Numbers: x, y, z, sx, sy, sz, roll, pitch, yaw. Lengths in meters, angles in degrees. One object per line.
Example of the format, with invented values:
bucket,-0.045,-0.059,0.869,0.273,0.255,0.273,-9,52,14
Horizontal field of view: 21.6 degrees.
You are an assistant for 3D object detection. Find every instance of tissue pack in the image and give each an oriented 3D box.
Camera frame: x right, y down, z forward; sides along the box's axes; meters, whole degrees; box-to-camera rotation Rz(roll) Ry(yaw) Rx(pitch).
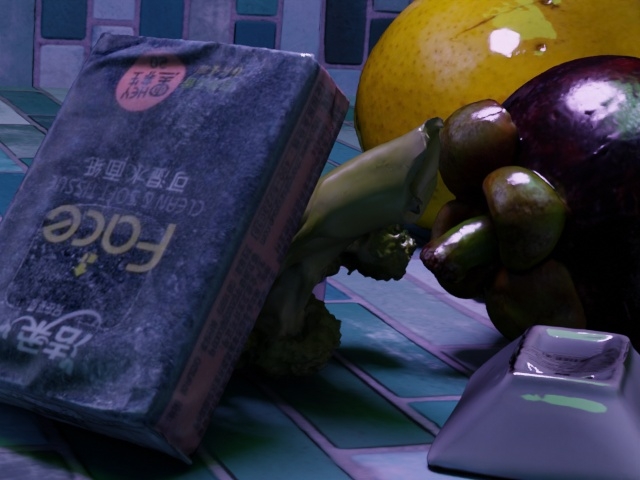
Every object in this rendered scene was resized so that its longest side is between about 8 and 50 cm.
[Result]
tissue pack,-0.134,-0.004,1.294,0.228,0.315,0.103,10,-23,36

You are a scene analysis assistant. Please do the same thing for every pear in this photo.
pear,0.245,-0.168,2.071,0.418,0.362,0.362,-16,9,10

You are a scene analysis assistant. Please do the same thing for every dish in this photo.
dish,0.193,0.121,1.326,0.182,0.080,0.243,7,13,12

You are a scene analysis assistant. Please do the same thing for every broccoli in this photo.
broccoli,-0.006,0.022,1.442,0.302,0.186,0.254,-11,-4,15

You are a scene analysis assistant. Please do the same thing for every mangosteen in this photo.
mangosteen,0.244,-0.018,1.550,0.300,0.300,0.300,4,12,-1

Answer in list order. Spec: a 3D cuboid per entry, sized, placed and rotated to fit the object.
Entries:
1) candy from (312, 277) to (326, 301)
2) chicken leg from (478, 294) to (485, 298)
candy,-0.044,0.027,1.669,0.073,0.092,0.160,3,13,-15
chicken leg,0.261,0.038,1.791,0.196,0.080,0.125,-10,6,-25
